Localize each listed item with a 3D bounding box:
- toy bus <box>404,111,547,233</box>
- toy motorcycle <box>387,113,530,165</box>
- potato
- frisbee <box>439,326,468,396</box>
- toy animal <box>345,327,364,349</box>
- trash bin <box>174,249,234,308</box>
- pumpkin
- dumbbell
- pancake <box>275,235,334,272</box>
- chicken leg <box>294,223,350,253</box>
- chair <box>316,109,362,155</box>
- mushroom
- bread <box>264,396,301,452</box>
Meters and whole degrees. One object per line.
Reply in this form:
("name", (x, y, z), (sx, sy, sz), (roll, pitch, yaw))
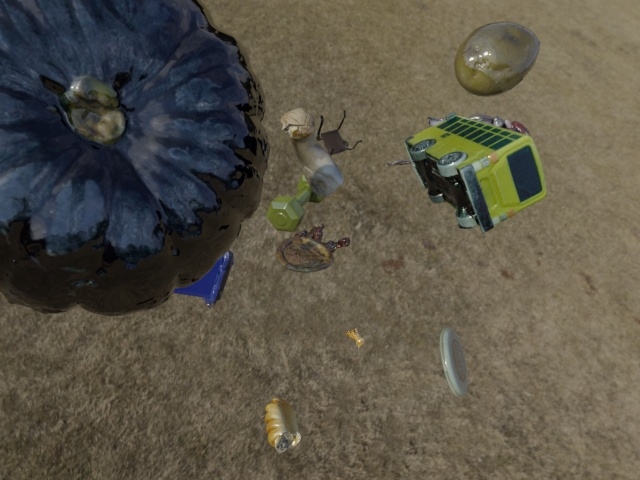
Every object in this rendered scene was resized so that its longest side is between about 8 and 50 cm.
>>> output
("toy bus", (0.175, -0.089, 0.524), (0.088, 0.101, 0.175), (60, 3, -25))
("toy motorcycle", (0.372, -0.260, 1.148), (0.402, 0.134, 0.207), (-3, 20, -2))
("potato", (0.463, -0.480, 1.159), (0.235, 0.177, 0.160), (-19, 23, -5))
("frisbee", (0.217, 0.194, 0.707), (0.110, 0.014, 0.110), (37, 45, -47))
("toy animal", (0.146, 0.412, 1.832), (0.061, 0.081, 0.083), (-9, 71, -57))
("trash bin", (-0.373, 0.074, 1.173), (0.235, 0.183, 0.163), (10, 16, -39))
("pumpkin", (-0.229, -0.099, 0.445), (0.364, 0.266, 0.362), (1, 89, -34))
("dumbbell", (-0.068, -0.138, 1.486), (0.108, 0.121, 0.302), (30, 39, 6))
("pancake", (-0.067, 0.059, 1.813), (0.251, 0.031, 0.250), (7, 33, -4))
("chicken leg", (-0.006, 0.011, 2.052), (0.323, 0.177, 0.083), (29, -14, 47))
("chair", (0.041, -0.399, 1.745), (0.174, 0.213, 0.148), (-21, 86, -24))
("mushroom", (-0.021, -0.201, 1.005), (0.081, 0.223, 0.092), (-33, 40, -5))
("bread", (-0.131, 0.613, 1.462), (0.119, 0.084, 0.177), (38, 21, -37))
